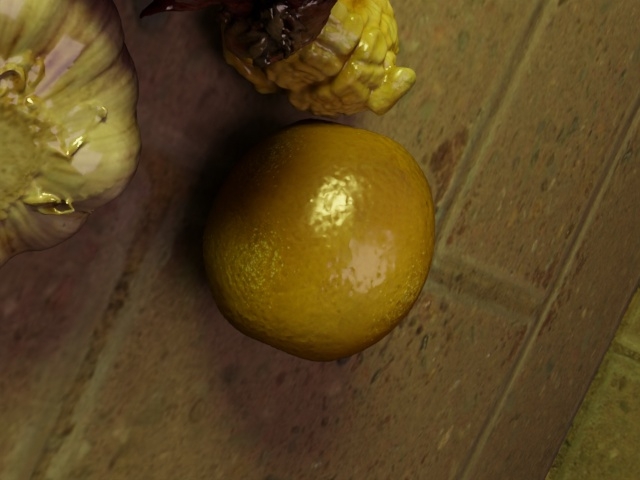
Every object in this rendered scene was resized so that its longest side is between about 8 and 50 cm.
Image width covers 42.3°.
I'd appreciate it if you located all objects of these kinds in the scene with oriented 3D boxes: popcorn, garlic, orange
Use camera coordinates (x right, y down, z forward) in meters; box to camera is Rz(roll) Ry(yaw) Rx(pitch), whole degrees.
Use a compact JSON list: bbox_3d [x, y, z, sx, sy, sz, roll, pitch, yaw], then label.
[{"bbox_3d":[-0.001,-0.182,0.748,0.194,0.140,0.163,-12,85,-59],"label":"popcorn"},{"bbox_3d":[-0.232,-0.089,0.519,0.245,0.160,0.245,-17,134,-18],"label":"garlic"},{"bbox_3d":[0.000,0.000,0.797,0.236,0.236,0.236,-29,132,-38],"label":"orange"}]

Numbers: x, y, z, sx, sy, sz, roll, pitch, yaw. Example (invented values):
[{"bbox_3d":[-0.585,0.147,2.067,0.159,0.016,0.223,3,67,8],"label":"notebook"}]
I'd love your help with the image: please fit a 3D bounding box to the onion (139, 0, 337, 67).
[{"bbox_3d":[-0.068,-0.245,0.452,0.281,0.221,0.281,-10,135,-11],"label":"onion"}]
